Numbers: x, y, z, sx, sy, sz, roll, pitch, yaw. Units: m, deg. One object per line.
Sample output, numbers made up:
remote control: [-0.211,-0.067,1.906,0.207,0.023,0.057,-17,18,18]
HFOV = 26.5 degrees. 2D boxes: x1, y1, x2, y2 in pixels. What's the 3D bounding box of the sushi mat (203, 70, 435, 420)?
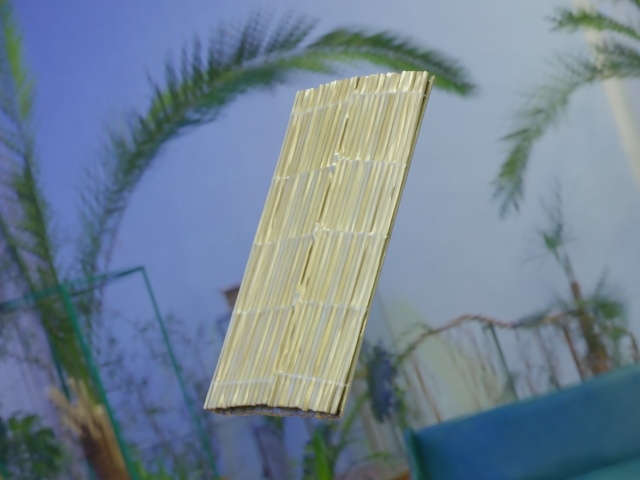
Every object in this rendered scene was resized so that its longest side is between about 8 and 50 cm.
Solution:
sushi mat: [0.000,0.000,1.160,0.151,0.316,0.019,-3,-26,42]
